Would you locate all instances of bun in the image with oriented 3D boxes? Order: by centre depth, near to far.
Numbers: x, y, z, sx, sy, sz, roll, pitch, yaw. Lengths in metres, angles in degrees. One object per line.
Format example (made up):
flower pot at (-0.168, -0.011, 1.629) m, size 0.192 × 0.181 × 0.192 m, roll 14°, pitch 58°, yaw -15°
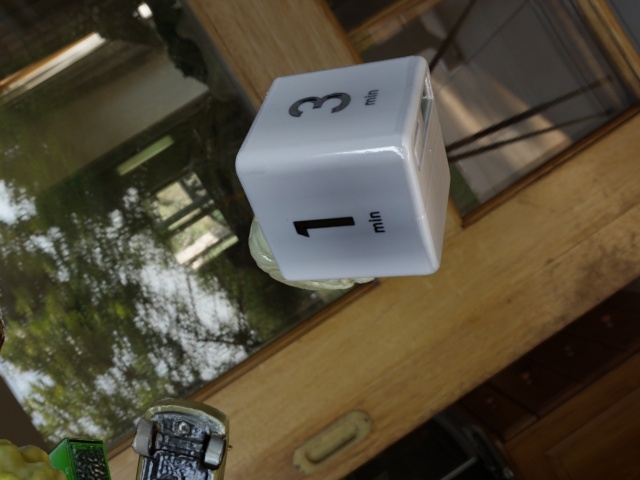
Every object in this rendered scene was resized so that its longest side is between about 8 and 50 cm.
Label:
bun at (0.000, 0.000, 1.063) m, size 0.145 × 0.229 × 0.229 m, roll -91°, pitch -24°, yaw -54°

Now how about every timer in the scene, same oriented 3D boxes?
timer at (0.038, -0.082, 0.827) m, size 0.192 × 0.195 × 0.194 m, roll -73°, pitch -29°, yaw -45°

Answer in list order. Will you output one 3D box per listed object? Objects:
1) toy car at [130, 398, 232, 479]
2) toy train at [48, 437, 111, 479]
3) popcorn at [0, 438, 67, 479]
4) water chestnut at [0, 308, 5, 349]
toy car at (-0.164, 0.300, 0.812) m, size 0.124 × 0.101 × 0.256 m, roll -63°, pitch -17°, yaw -82°
toy train at (-0.564, 0.584, 1.593) m, size 0.132 × 0.188 × 0.243 m, roll 21°, pitch -146°, yaw -46°
popcorn at (-0.309, 0.292, 0.576) m, size 0.195 × 0.255 × 0.256 m, roll 31°, pitch -136°, yaw -18°
water chestnut at (-0.630, 0.126, 0.949) m, size 0.335 × 0.347 × 0.335 m, roll 26°, pitch 147°, yaw 18°
